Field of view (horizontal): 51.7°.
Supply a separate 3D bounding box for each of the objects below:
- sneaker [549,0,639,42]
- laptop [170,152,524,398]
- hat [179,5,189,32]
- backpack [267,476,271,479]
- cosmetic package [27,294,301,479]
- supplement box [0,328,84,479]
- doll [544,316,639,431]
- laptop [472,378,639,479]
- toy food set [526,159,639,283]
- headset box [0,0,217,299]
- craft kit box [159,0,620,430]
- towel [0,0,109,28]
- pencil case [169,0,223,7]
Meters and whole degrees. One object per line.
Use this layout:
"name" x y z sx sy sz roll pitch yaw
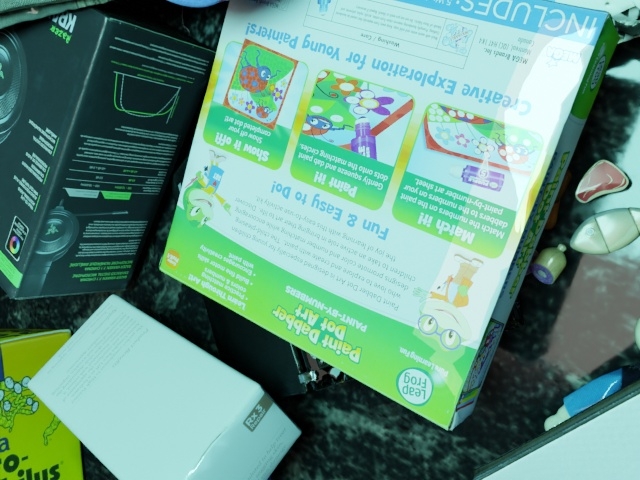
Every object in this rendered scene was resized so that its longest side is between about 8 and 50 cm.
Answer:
"sneaker" 0.190 -0.153 0.399 0.237 0.085 0.086 -28 60 28
"laptop" 0.000 0.000 0.568 0.264 0.136 0.235 -19 83 5
"hat" -0.103 -0.357 0.605 0.208 0.183 0.173 -42 80 -20
"backpack" -0.093 0.230 0.592 0.114 0.084 0.105 -12 87 36
"cosmetic package" -0.140 0.142 0.564 0.231 0.086 0.117 22 64 42
"supplement box" -0.395 0.285 0.715 0.194 0.195 0.357 -4 91 31
"doll" 0.211 0.136 0.426 0.129 0.046 0.189 8 97 30
"laptop" 0.276 0.230 0.211 0.408 0.236 0.382 48 128 7
"toy food set" 0.160 -0.015 0.453 0.122 0.019 0.078 -32 78 19
"headset box" -0.270 -0.111 0.652 0.246 0.131 0.283 36 110 29
"craft kit box" 0.024 -0.046 0.436 0.249 0.061 0.247 25 102 28
"towel" -0.244 -0.327 0.487 0.312 0.056 0.325 0 105 21
"pencil case" -0.019 -0.276 0.420 0.133 0.306 0.119 38 150 -10
